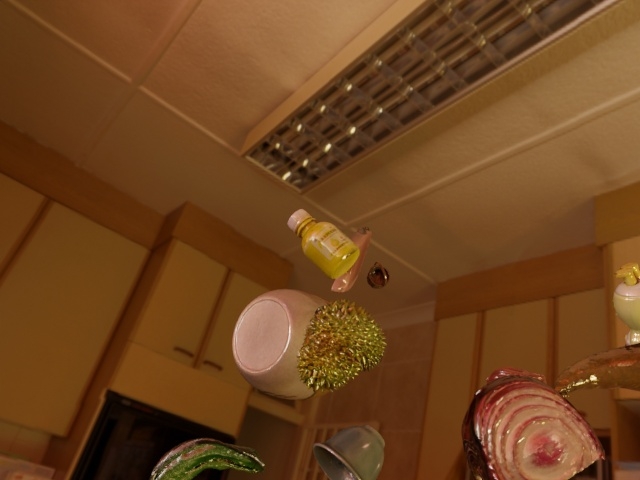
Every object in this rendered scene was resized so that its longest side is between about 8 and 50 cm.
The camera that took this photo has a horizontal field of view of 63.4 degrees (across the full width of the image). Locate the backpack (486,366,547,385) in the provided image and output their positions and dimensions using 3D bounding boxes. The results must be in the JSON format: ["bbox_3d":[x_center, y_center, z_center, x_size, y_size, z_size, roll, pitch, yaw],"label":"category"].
[{"bbox_3d":[0.725,0.562,1.934,0.229,0.139,0.229,14,-50,17],"label":"backpack"}]

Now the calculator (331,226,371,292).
[{"bbox_3d":[0.117,0.061,1.737,0.048,0.220,0.330,18,13,12],"label":"calculator"}]

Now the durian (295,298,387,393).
[{"bbox_3d":[0.053,0.285,1.457,0.224,0.291,0.291,59,-34,6],"label":"durian"}]

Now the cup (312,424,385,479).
[{"bbox_3d":[0.099,0.583,1.410,0.199,0.150,0.199,34,-36,30],"label":"cup"}]

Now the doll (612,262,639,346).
[{"bbox_3d":[0.871,0.213,1.428,0.117,0.141,0.296,2,-75,40],"label":"doll"}]

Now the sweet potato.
[{"bbox_3d":[0.776,0.325,1.304,0.423,0.130,0.130,-7,-31,-1],"label":"sweet potato"}]

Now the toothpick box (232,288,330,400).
[{"bbox_3d":[-0.084,0.392,1.960,0.409,0.408,0.425,-8,-25,35],"label":"toothpick box"}]

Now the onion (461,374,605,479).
[{"bbox_3d":[0.362,0.364,0.957,0.216,0.207,0.206,-21,-28,-5],"label":"onion"}]

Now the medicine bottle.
[{"bbox_3d":[0.000,0.000,1.485,0.212,0.122,0.122,43,-23,20],"label":"medicine bottle"}]

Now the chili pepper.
[{"bbox_3d":[-0.250,0.447,0.979,0.279,0.122,0.065,-27,-15,-5],"label":"chili pepper"}]

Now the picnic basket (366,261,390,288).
[{"bbox_3d":[0.173,0.100,1.504,0.072,0.072,0.083,15,-27,1],"label":"picnic basket"}]
